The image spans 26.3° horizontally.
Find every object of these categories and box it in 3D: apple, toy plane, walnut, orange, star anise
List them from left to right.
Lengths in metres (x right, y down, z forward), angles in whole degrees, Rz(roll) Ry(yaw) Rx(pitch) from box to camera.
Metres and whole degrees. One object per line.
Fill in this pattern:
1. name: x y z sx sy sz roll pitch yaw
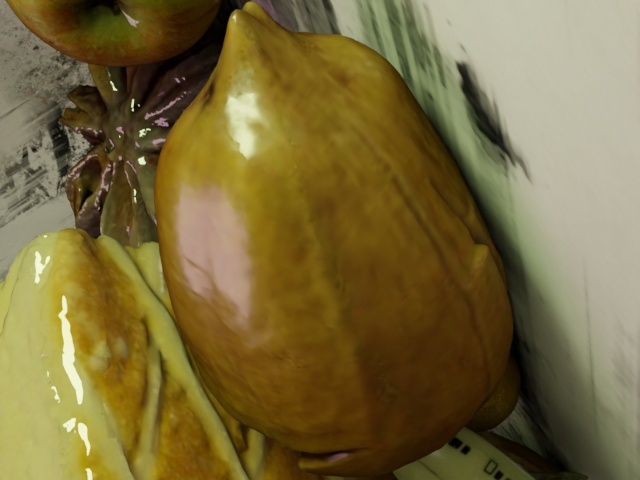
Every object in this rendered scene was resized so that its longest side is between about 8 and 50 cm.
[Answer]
1. apple: -0.155 -0.221 0.998 0.182 0.182 0.155 65 -162 -54
2. star anise: -0.127 -0.088 1.170 0.108 0.315 0.315 3 -139 -49
3. walnut: 0.000 0.000 0.823 0.209 0.209 0.336 48 165 49
4. orange: 0.108 0.103 1.025 0.085 0.085 0.095 50 -179 42
5. toy plane: 0.139 0.201 0.945 0.244 0.092 0.229 29 -160 -4

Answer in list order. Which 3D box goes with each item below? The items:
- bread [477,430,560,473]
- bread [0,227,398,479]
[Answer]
1. bread: 0.154 0.267 1.214 0.344 0.149 0.195 88 157 -79
2. bread: -0.109 0.213 0.984 0.371 0.279 0.390 7 -121 -47
